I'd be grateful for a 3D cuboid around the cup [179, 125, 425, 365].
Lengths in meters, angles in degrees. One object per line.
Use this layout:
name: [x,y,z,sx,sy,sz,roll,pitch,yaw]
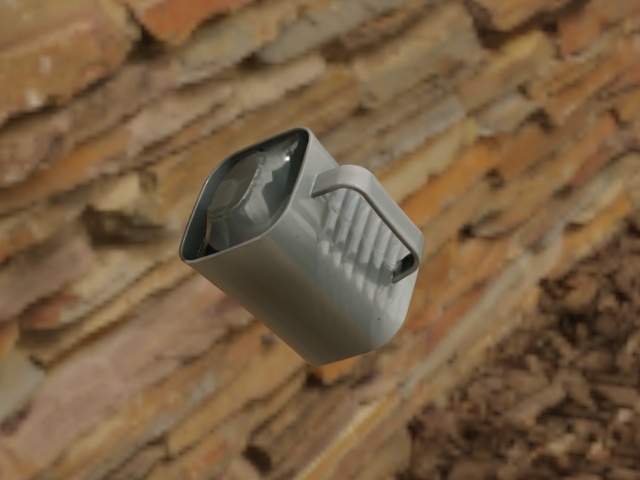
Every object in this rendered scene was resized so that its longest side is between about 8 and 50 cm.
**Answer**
cup: [0.000,0.000,1.060,0.128,0.129,0.095,-20,39,37]
